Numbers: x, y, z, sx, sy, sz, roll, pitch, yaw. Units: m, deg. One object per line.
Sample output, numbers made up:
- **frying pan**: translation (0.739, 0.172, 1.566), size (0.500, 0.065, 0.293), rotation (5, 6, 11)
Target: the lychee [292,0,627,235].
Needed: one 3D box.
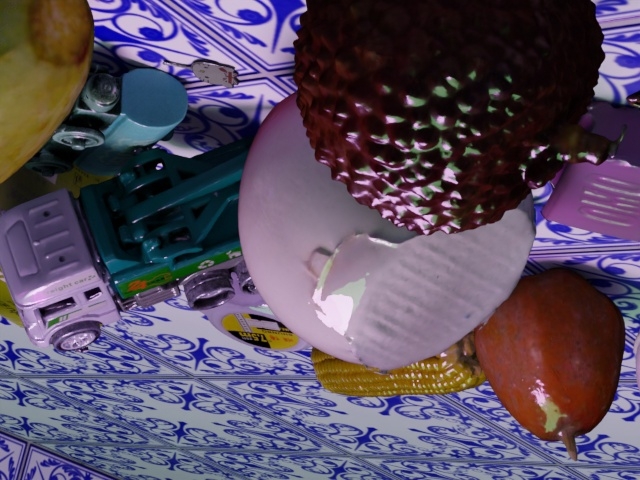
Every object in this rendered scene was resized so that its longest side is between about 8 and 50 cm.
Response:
- **lychee**: translation (0.109, -0.131, 1.359), size (0.300, 0.264, 0.264), rotation (31, 171, 29)

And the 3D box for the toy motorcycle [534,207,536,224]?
- **toy motorcycle**: translation (0.118, -0.031, 1.910), size (0.254, 0.092, 0.135), rotation (-2, 167, 12)

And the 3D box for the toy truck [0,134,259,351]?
- **toy truck**: translation (-0.188, -0.014, 1.870), size (0.363, 0.177, 0.178), rotation (-22, 157, -1)

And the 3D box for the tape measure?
- **tape measure**: translation (-0.080, 0.082, 2.346), size (0.196, 0.105, 0.178), rotation (6, 153, 14)

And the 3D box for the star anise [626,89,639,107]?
- **star anise**: translation (0.354, -0.139, 1.499), size (0.157, 0.054, 0.212), rotation (15, 162, -9)

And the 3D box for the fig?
- **fig**: translation (-0.352, -0.164, 1.590), size (0.326, 0.258, 0.258), rotation (-17, 148, 29)

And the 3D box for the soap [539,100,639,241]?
- **soap**: translation (0.307, -0.068, 1.712), size (0.122, 0.066, 0.203), rotation (13, 162, 1)

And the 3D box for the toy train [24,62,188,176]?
- **toy train**: translation (-0.241, -0.130, 1.858), size (0.159, 0.101, 0.248), rotation (5, 166, -21)

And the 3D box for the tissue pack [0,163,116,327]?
- **tissue pack**: translation (-0.381, -0.029, 2.057), size (0.167, 0.200, 0.274), rotation (0, 157, 30)

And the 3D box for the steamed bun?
- **steamed bun**: translation (0.045, -0.045, 1.670), size (0.309, 0.309, 0.309), rotation (11, 161, 4)

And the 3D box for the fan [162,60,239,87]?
- **fan**: translation (-0.127, -0.180, 1.765), size (0.083, 0.004, 0.056), rotation (12, 162, 3)

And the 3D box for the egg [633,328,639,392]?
- **egg**: translation (0.515, 0.169, 1.919), size (0.336, 0.278, 0.278), rotation (15, 161, -17)

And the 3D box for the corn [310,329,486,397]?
- **corn**: translation (0.112, 0.165, 2.405), size (0.131, 0.131, 0.344), rotation (25, 157, -32)

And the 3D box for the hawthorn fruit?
- **hawthorn fruit**: translation (0.297, 0.165, 2.096), size (0.199, 0.251, 0.199), rotation (-4, 151, -2)
